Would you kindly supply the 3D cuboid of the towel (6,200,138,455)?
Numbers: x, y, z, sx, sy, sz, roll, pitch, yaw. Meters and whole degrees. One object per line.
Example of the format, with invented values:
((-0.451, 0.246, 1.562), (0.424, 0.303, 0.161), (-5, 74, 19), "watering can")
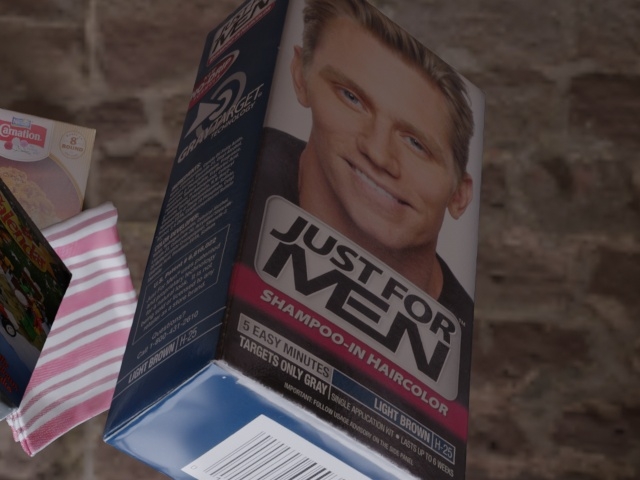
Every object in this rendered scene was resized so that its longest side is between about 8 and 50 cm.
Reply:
((-0.216, 0.076, 1.238), (0.144, 0.197, 0.029), (-28, -145, -28), "towel")

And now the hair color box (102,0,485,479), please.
((0.000, 0.000, 0.870), (0.174, 0.105, 0.347), (34, -140, -25), "hair color box")

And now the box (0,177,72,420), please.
((-0.210, -0.035, 0.671), (0.044, 0.233, 0.159), (-30, -162, 11), "box")

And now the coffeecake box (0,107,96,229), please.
((-0.295, -0.025, 1.307), (0.142, 0.185, 0.068), (11, 178, -28), "coffeecake box")
